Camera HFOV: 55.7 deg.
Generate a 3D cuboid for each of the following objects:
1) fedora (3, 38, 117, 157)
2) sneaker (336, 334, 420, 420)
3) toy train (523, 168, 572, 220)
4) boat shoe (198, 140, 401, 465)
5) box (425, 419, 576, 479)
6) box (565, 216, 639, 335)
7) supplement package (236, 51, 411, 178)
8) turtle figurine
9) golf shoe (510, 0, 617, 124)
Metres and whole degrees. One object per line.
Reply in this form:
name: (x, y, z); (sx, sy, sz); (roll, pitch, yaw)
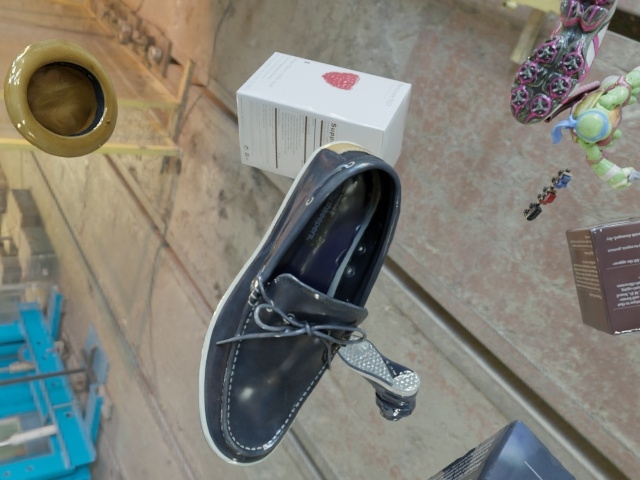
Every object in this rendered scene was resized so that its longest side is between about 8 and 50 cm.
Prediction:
fedora: (-0.418, -0.220, 0.957); (0.079, 0.194, 0.194); (1, 93, 34)
sneaker: (0.127, 0.326, 1.414); (0.226, 0.086, 0.163); (31, 147, 30)
toy train: (0.528, -0.104, 1.408); (0.036, 0.027, 0.158); (-91, 24, -46)
boat shoe: (-0.028, 0.091, 0.858); (0.500, 0.187, 0.156); (-65, 25, -2)
box: (0.104, 0.363, 0.372); (0.293, 0.395, 0.212); (46, 126, 12)
box: (0.595, 0.061, 1.165); (0.168, 0.167, 0.203); (-5, -95, -84)
supplement package: (0.007, -0.228, 1.195); (0.293, 0.177, 0.175); (17, 137, 14)
turtle figurine: (0.543, -0.198, 1.044); (0.275, 0.266, 0.197); (-12, 103, 27)
golf shoe: (0.289, -0.215, 0.705); (0.067, 0.086, 0.186); (35, 104, 26)
